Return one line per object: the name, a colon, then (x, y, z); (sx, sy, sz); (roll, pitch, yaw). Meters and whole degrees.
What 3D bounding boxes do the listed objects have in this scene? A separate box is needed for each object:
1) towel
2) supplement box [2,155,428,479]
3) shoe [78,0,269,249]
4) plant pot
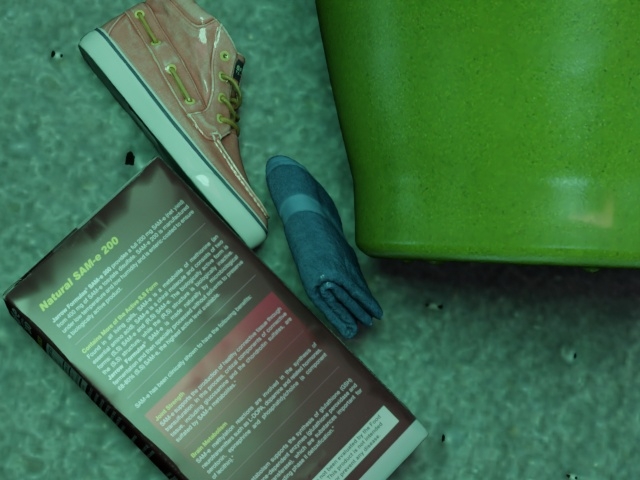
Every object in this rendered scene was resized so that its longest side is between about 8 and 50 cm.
towel: (0.000, 0.000, 0.871); (0.029, 0.067, 0.119); (-31, 46, 11)
supplement box: (-0.066, 0.081, 0.864); (0.130, 0.073, 0.239); (-43, 89, -16)
shoe: (-0.072, -0.083, 0.901); (0.081, 0.063, 0.178); (-38, 82, -9)
plant pot: (0.146, -0.158, 0.831); (0.366, 0.366, 0.353); (2, 89, -9)
